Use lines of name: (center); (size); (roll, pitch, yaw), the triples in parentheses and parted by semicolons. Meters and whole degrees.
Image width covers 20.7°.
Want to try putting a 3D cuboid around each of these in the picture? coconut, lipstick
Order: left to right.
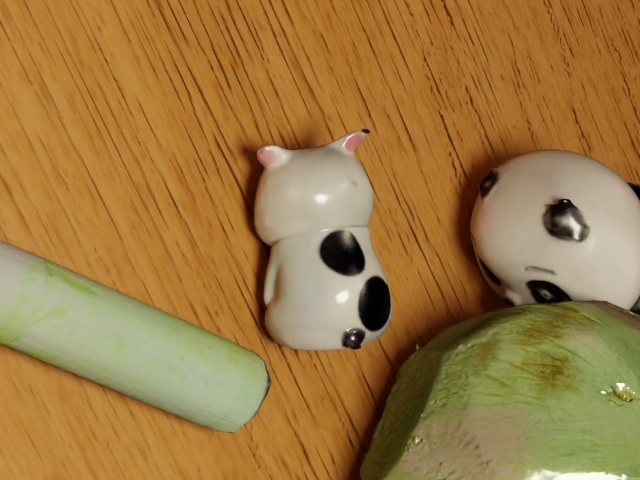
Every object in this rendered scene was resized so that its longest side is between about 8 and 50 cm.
lipstick: (-0.165, 0.072, 1.330); (0.304, 0.076, 0.076); (27, 67, -40)
coconut: (0.200, 0.192, 1.496); (0.328, 0.328, 0.281); (-39, 113, -40)

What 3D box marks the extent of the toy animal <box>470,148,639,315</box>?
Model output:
toy animal: (0.246, 0.008, 1.662); (0.235, 0.187, 0.165); (18, 93, -45)

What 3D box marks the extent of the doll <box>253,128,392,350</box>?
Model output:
doll: (0.000, 0.007, 1.482); (0.110, 0.107, 0.180); (-9, 84, -24)
